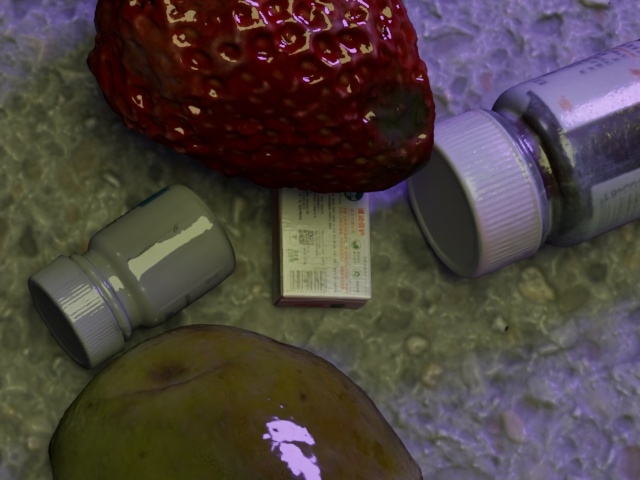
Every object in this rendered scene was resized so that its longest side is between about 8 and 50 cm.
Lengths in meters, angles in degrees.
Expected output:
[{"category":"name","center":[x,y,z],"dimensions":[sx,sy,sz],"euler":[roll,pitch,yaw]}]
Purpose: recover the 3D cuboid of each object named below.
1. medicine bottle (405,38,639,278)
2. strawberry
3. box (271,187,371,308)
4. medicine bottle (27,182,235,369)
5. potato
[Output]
[{"category":"medicine bottle","center":[0.231,-0.079,1.855],"dimensions":[0.273,0.165,0.165],"euler":[-20,81,-17]},{"category":"strawberry","center":[-0.063,-0.176,1.742],"dimensions":[0.292,0.292,0.310],"euler":[-20,72,-17]},{"category":"box","center":[0.000,0.000,1.842],"dimensions":[0.089,0.043,0.125],"euler":[3,75,-12]},{"category":"medicine bottle","center":[-0.169,0.031,1.763],"dimensions":[0.168,0.105,0.105],"euler":[-35,86,-19]},{"category":"potato","center":[-0.084,0.201,1.684],"dimensions":[0.330,0.213,0.280],"euler":[-43,89,-21]}]
